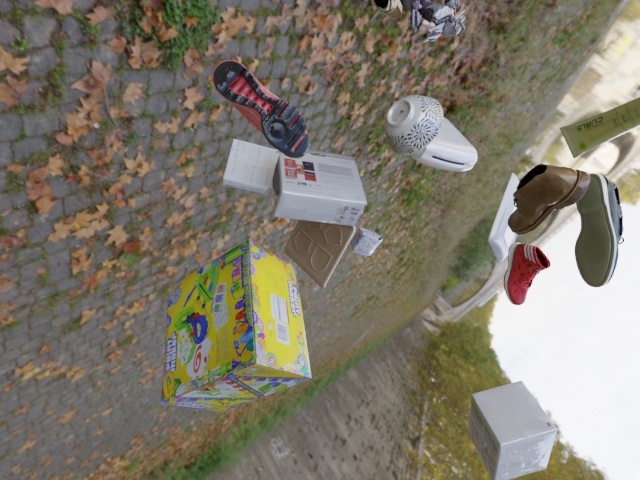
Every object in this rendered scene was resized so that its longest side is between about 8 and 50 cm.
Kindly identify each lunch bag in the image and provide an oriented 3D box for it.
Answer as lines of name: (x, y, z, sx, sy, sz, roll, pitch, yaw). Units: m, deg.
lunch bag: (0.143, 0.006, 1.270, 0.083, 0.053, 0.071, 16, 124, -28)

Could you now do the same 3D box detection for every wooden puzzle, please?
wooden puzzle: (0.000, 0.000, 1.909, 0.081, 0.322, 0.347, 4, 118, -46)

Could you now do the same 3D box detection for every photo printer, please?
photo printer: (0.418, -0.371, 1.509, 0.256, 0.307, 0.107, 7, 131, -24)

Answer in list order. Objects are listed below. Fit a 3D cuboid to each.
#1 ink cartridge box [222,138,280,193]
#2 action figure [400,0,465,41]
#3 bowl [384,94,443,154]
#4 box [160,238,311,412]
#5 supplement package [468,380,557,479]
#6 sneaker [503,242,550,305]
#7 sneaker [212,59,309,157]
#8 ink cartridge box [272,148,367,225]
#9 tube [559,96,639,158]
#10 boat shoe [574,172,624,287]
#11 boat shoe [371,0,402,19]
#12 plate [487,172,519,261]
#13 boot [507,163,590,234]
ink cartridge box: (-0.255, -0.289, 1.612, 0.045, 0.224, 0.223, 115, -16, -54)
action figure: (0.268, -0.627, 1.087, 0.185, 0.285, 0.099, -32, 156, -34)
bowl: (0.227, -0.320, 1.076, 0.080, 0.170, 0.170, 22, 117, -43)
box: (-0.199, 0.203, 0.937, 0.279, 0.289, 0.177, -28, 142, 24)
supplement package: (0.667, 0.678, 1.446, 0.200, 0.198, 0.262, -14, 124, -4)
sneaker: (0.700, 0.120, 1.381, 0.087, 0.221, 0.128, -6, -175, -19)
sneaker: (-0.148, -0.357, 1.112, 0.116, 0.314, 0.136, -45, -165, 5)
ink cartridge box: (-0.013, -0.206, 1.511, 0.310, 0.271, 0.130, 6, 138, -16)
tube: (0.698, -0.277, 0.998, 0.240, 0.062, 0.070, 155, -47, -76)
boat shoe: (0.849, -0.029, 1.225, 0.113, 0.339, 0.127, 3, 168, -20)
boat shoe: (0.144, -0.540, 0.925, 0.050, 0.045, 0.135, -17, 160, 38)
plate: (0.727, -0.077, 1.565, 0.278, 0.045, 0.277, 34, 75, -54)
boot: (0.541, -0.108, 1.047, 0.305, 0.115, 0.112, 91, 20, -71)
